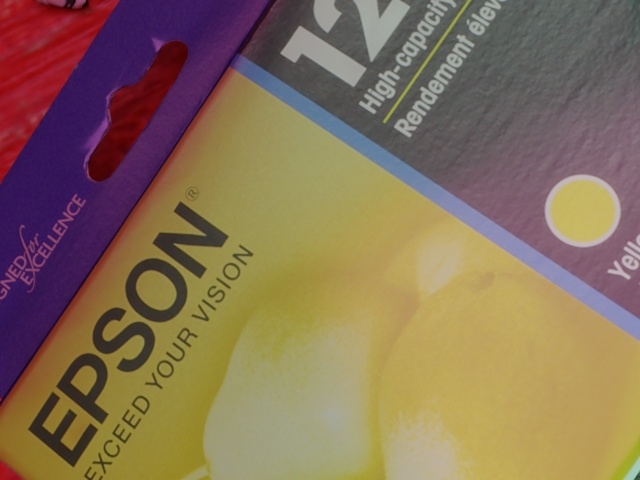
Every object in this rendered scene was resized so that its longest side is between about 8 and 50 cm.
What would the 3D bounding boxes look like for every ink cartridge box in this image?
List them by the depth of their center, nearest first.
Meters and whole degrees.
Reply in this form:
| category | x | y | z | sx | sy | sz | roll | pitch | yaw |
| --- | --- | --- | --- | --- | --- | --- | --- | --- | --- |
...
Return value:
| category | x | y | z | sx | sy | sz | roll | pitch | yaw |
| --- | --- | --- | --- | --- | --- | --- | --- | --- | --- |
| ink cartridge box | 0.000 | 0.000 | 0.399 | 0.307 | 0.072 | 0.304 | 34 | 93 | 10 |

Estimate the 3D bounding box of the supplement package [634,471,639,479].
| category | x | y | z | sx | sy | sz | roll | pitch | yaw |
| --- | --- | --- | --- | --- | --- | --- | --- | --- | --- |
| supplement package | 0.216 | 0.204 | 0.437 | 0.139 | 0.134 | 0.244 | -31 | 88 | 1 |

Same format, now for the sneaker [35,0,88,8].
| category | x | y | z | sx | sy | sz | roll | pitch | yaw |
| --- | --- | --- | --- | --- | --- | --- | --- | --- | --- |
| sneaker | -0.131 | -0.165 | 0.515 | 0.037 | 0.032 | 0.083 | 16 | 93 | -12 |
